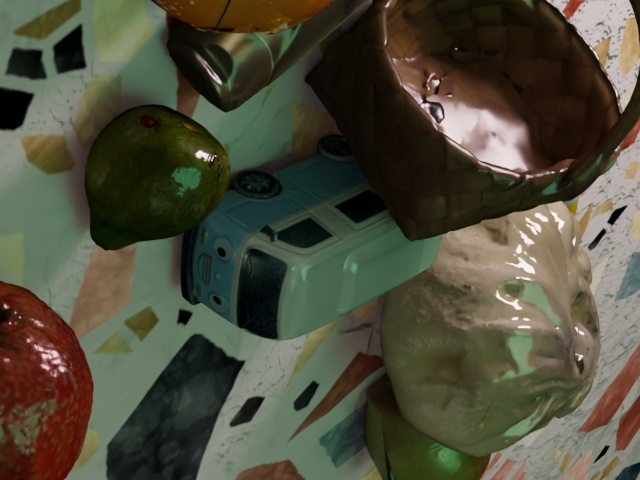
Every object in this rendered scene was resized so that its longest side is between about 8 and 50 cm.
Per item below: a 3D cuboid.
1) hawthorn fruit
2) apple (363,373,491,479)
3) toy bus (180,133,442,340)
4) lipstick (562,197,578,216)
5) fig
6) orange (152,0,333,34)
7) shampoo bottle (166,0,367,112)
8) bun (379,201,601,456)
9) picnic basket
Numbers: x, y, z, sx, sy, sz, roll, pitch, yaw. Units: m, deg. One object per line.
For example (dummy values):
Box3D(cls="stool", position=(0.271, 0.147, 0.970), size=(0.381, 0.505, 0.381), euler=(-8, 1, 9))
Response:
Box3D(cls="hawthorn fruit", position=(-0.292, 0.157, 1.095), size=(0.205, 0.205, 0.253), euler=(-25, 138, -39))
Box3D(cls="apple", position=(0.154, 0.276, 1.835), size=(0.207, 0.173, 0.188), euler=(-55, 155, -32))
Box3D(cls="toy bus", position=(0.000, 0.000, 1.367), size=(0.271, 0.164, 0.133), euler=(-26, 138, -39))
Box3D(cls="lipstick", position=(0.344, -0.121, 1.818), size=(0.059, 0.059, 0.264), euler=(-34, 142, -31))
Box3D(cls="fig", position=(-0.160, -0.045, 1.165), size=(0.123, 0.123, 0.156), euler=(6, 125, -55))
Box3D(cls="orange", position=(-0.061, -0.275, 1.037), size=(0.234, 0.182, 0.234), euler=(-28, 147, -20))
Box3D(cls="shampoo bottle", position=(0.006, -0.259, 1.219), size=(0.350, 0.084, 0.126), euler=(-43, 148, -18))
Box3D(cls="bun", position=(0.242, 0.105, 1.664), size=(0.359, 0.211, 0.360), euler=(-3, 94, -52))
Box3D(cls="picnic basket", position=(0.203, -0.186, 1.308), size=(0.337, 0.293, 0.337), euler=(-31, 167, -8))
